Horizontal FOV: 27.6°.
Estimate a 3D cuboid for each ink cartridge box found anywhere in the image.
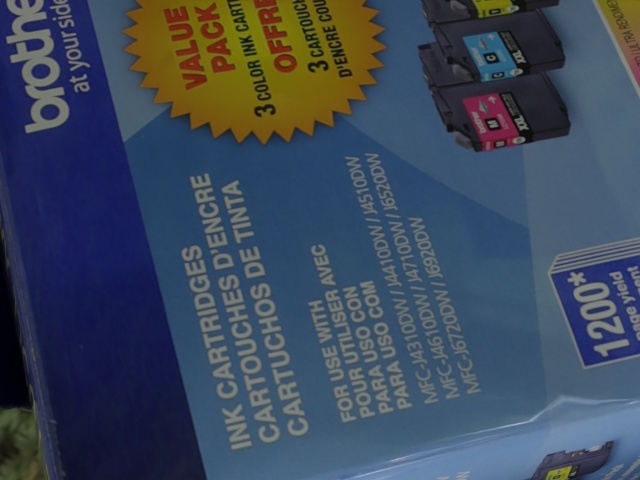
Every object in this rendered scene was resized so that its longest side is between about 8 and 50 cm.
[{"bbox_3d":[0.000,0.000,0.576,0.395,0.270,0.151,-12,153,-12],"label":"ink cartridge box"}]
